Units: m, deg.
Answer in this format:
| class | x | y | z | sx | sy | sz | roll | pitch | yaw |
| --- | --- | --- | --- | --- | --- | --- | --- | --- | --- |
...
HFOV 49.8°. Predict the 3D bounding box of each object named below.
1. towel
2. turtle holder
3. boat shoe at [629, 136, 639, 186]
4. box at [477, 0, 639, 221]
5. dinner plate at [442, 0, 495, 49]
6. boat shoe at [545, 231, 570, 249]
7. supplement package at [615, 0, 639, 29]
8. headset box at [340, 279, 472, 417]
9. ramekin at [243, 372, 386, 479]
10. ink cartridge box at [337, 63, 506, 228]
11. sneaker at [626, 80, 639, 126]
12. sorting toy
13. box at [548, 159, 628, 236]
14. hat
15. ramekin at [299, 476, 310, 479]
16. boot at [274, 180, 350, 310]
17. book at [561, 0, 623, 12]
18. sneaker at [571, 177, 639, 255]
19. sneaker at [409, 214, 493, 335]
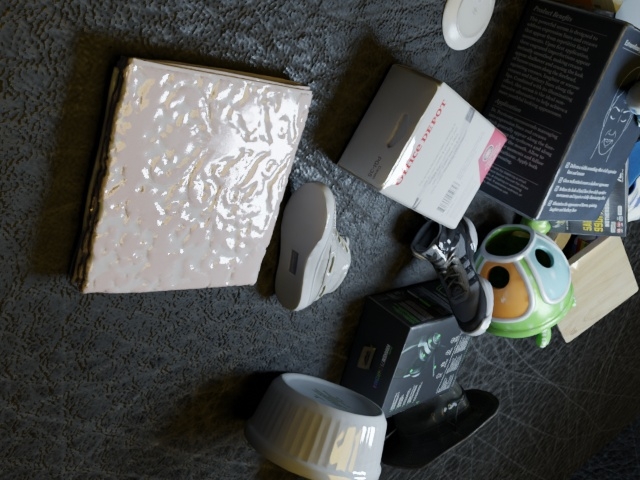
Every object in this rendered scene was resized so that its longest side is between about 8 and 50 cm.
| class | x | y | z | sx | sy | sz | roll | pitch | yaw |
| --- | --- | --- | --- | --- | --- | --- | --- | --- | --- |
| towel | -0.174 | -0.081 | 0.975 | 0.317 | 0.053 | 0.331 | -1 | 117 | -45 |
| turtle holder | 0.484 | 0.072 | 1.623 | 0.320 | 0.243 | 0.227 | -33 | 121 | -17 |
| boat shoe | 0.809 | -0.191 | 1.817 | 0.089 | 0.109 | 0.258 | -44 | 179 | -36 |
| box | 0.509 | -0.257 | 1.426 | 0.294 | 0.212 | 0.395 | 0 | 118 | -45 |
| dinner plate | 0.269 | -0.407 | 1.225 | 0.141 | 0.017 | 0.141 | -26 | 133 | -33 |
| boat shoe | 0.606 | 0.025 | 1.855 | 0.170 | 0.059 | 0.063 | -50 | 120 | -10 |
| supplement package | 0.829 | -0.570 | 1.555 | 0.293 | 0.178 | 0.175 | -38 | 139 | -21 |
| headset box | 0.197 | 0.238 | 1.528 | 0.283 | 0.131 | 0.246 | -9 | 124 | -42 |
| ramekin | 0.000 | 0.350 | 1.314 | 0.273 | 0.273 | 0.127 | 18 | 92 | -50 |
| ink cartridge box | 0.190 | -0.162 | 1.239 | 0.283 | 0.117 | 0.207 | 20 | 102 | -51 |
| sneaker | 0.660 | -0.249 | 1.346 | 0.240 | 0.091 | 0.126 | -22 | 132 | -36 |
| sorting toy | 0.727 | 0.114 | 1.921 | 0.257 | 0.089 | 0.255 | -36 | 125 | 0 |
| box | 0.640 | -0.119 | 1.655 | 0.056 | 0.183 | 0.231 | -56 | 140 | -43 |
| hat | 0.264 | 0.414 | 1.697 | 0.331 | 0.331 | 0.133 | -30 | 97 | -28 |
| ramekin | 0.031 | 0.469 | 1.539 | 0.207 | 0.109 | 0.207 | -29 | 137 | -31 |
| boot | 0.000 | 0.000 | 1.197 | 0.123 | 0.095 | 0.258 | -22 | 140 | -42 |
| book | 0.486 | -0.480 | 1.292 | 0.035 | 0.144 | 0.096 | -56 | 142 | 2 |
| sneaker | 0.825 | -0.078 | 1.993 | 0.296 | 0.112 | 0.131 | -42 | 113 | -5 |
| sneaker | 0.261 | 0.061 | 1.414 | 0.153 | 0.268 | 0.101 | 15 | 148 | -41 |
